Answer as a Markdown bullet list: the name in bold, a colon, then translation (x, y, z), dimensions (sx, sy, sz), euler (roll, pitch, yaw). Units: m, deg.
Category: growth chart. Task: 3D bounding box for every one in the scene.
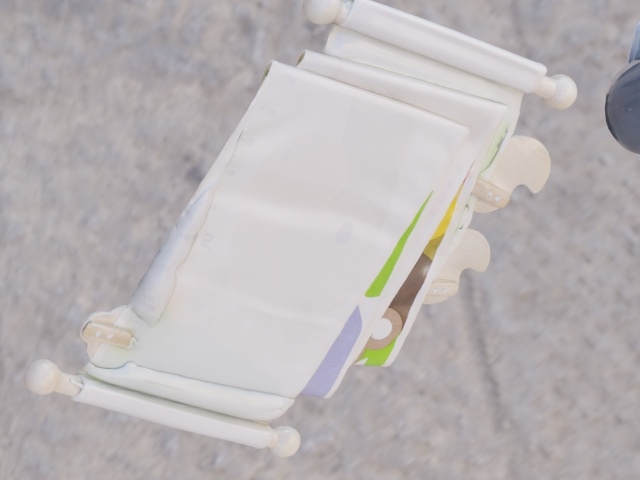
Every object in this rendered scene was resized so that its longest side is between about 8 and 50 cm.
- **growth chart**: translation (0.000, 0.000, 0.867), dimensions (0.172, 0.237, 0.021), euler (26, 17, -38)

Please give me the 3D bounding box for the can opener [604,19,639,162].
- **can opener**: translation (0.232, -0.062, 0.617), dimensions (0.283, 0.095, 0.076), euler (-12, 98, 15)
